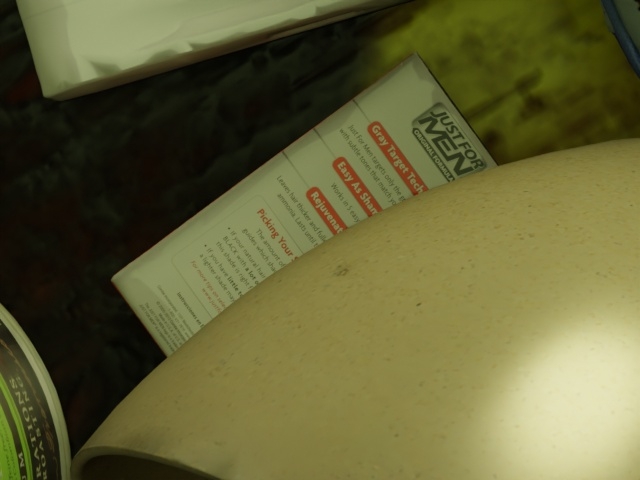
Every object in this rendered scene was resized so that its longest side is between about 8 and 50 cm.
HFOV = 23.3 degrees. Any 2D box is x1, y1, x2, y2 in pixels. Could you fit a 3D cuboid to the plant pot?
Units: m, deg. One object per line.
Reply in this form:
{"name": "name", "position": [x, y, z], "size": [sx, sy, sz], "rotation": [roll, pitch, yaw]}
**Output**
{"name": "plant pot", "position": [0.092, 0.080, 0.489], "size": [0.284, 0.284, 0.191], "rotation": [35, 67, 3]}

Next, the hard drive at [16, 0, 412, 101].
{"name": "hard drive", "position": [-0.045, -0.235, 0.584], "size": [0.210, 0.040, 0.318], "rotation": [-16, 90, 4]}

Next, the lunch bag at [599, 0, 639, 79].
{"name": "lunch bag", "position": [0.169, -0.196, 0.477], "size": [0.243, 0.115, 0.303], "rotation": [-17, 101, 41]}

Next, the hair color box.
{"name": "hair color box", "position": [0.000, 0.000, 0.585], "size": [0.141, 0.043, 0.072], "rotation": [-36, 88, 5]}

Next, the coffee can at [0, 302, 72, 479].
{"name": "coffee can", "position": [-0.207, 0.096, 0.486], "size": [0.201, 0.275, 0.201], "rotation": [0, 92, 4]}
